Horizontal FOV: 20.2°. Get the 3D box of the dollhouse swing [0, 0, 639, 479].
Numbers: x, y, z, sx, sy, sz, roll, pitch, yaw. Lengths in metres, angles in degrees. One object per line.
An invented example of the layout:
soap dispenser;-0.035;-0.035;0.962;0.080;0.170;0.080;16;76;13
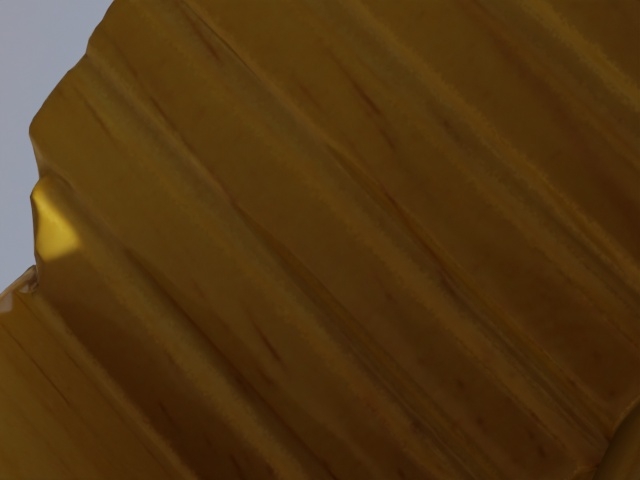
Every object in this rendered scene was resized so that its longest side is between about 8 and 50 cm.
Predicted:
dollhouse swing;0.000;0.000;0.400;0.315;0.305;0.347;46;-66;20
